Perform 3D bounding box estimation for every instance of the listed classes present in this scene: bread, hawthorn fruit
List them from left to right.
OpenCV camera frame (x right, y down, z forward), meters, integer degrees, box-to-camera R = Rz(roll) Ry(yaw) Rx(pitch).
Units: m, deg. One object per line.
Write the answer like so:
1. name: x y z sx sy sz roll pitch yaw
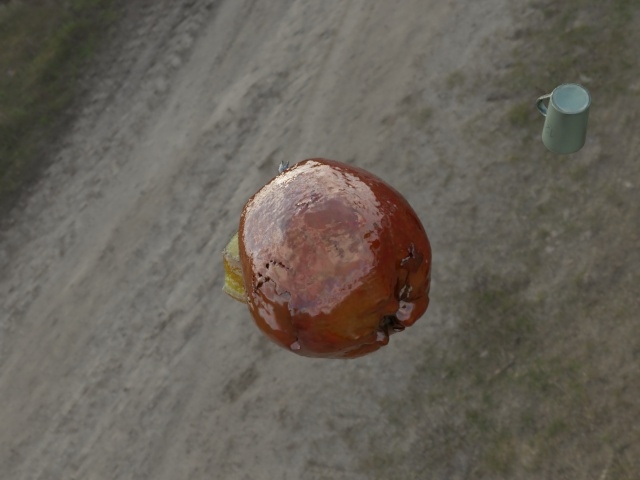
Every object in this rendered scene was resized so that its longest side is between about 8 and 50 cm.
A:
1. bread: -0.088 0.012 1.334 0.065 0.103 0.187 19 51 23
2. hawthorn fruit: 0.000 0.000 0.950 0.211 0.211 0.299 -37 49 6

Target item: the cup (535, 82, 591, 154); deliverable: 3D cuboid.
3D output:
1. cup: 0.306 -0.160 1.078 0.055 0.083 0.074 -11 60 3
